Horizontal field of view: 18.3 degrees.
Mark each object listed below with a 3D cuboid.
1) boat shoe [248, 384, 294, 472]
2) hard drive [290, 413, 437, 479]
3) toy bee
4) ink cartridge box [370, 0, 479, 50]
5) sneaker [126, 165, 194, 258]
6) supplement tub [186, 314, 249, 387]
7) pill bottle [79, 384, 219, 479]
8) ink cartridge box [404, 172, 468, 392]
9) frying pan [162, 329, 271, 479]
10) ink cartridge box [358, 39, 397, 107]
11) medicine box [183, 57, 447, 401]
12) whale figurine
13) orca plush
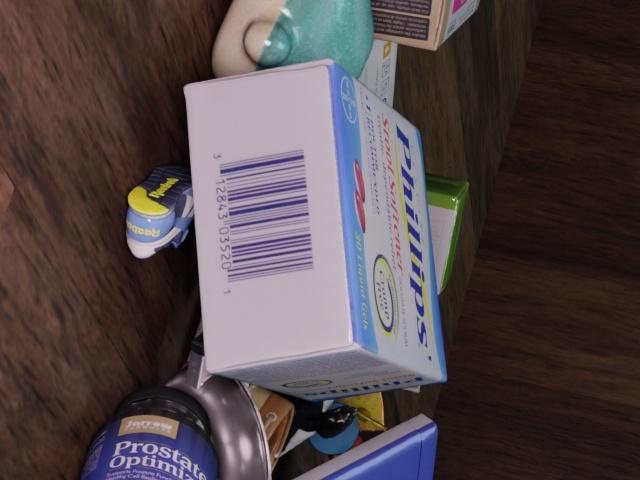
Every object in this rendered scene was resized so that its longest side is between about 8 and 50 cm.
[{"bbox_3d":[-0.109,0.298,2.085,0.122,0.120,0.324,61,42,-72],"label":"boat shoe"},{"bbox_3d":[0.016,0.368,2.534,0.318,0.040,0.210,-23,132,-36],"label":"hard drive"},{"bbox_3d":[0.048,0.256,2.658,0.195,0.162,0.298,-107,-154,-64],"label":"toy bee"},{"bbox_3d":[0.063,-0.281,2.140,0.235,0.193,0.088,-46,146,-67],"label":"ink cartridge box"},{"bbox_3d":[-0.138,-0.028,1.802,0.144,0.053,0.059,-38,141,-61],"label":"sneaker"},{"bbox_3d":[-0.096,0.103,2.076,0.071,0.071,0.107,74,31,-66],"label":"supplement tub"},{"bbox_3d":[-0.154,0.225,1.759,0.219,0.123,0.123,-84,180,-62],"label":"pill bottle"},{"bbox_3d":[0.065,0.038,2.483,0.097,0.189,0.255,-46,148,-71],"label":"ink cartridge box"},{"bbox_3d":[-0.095,0.158,1.888,0.053,0.197,0.326,-6,128,-35],"label":"frying pan"},{"bbox_3d":[-0.030,-0.092,2.109,0.371,0.069,0.176,-47,148,-48],"label":"ink cartridge box"},{"bbox_3d":[0.000,0.000,1.849,0.289,0.149,0.263,26,56,-68],"label":"medicine box"},{"bbox_3d":[-0.001,-0.233,1.881,0.272,0.141,0.216,-61,-177,46],"label":"whale figurine"},{"bbox_3d":[-0.013,0.143,2.271,0.287,0.151,0.102,-37,158,20],"label":"orca plush"}]
